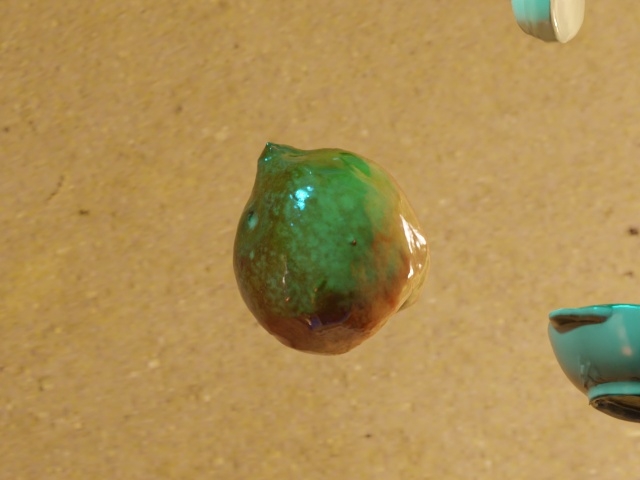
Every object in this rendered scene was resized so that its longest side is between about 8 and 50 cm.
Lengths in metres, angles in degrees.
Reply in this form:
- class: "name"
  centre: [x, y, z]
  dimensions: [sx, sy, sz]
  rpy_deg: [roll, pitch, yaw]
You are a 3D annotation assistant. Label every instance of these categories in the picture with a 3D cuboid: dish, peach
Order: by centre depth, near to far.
- class: "dish"
  centre: [0.319, 0.123, 1.462]
  dimensions: [0.224, 0.246, 0.078]
  rpy_deg: [23, 67, -33]
- class: "peach"
  centre: [0.000, 0.000, 1.824]
  dimensions: [0.256, 0.232, 0.232]
  rpy_deg: [51, 52, -1]

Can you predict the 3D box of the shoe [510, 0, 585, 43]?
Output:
- class: "shoe"
  centre: [0.159, -0.245, 1.273]
  dimensions: [0.265, 0.110, 0.095]
  rpy_deg: [-73, 155, -47]
